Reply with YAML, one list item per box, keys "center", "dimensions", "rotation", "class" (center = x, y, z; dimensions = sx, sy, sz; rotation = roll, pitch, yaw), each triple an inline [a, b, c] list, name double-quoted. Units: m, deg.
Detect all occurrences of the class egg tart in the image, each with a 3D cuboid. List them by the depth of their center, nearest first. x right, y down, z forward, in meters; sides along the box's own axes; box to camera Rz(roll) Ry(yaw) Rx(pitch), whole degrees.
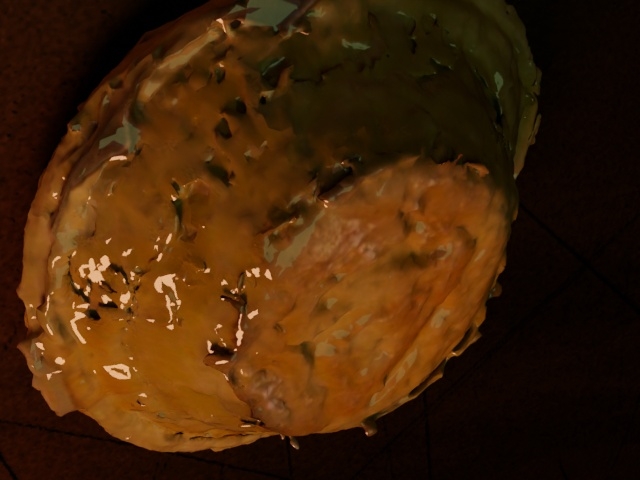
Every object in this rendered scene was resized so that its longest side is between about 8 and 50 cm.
- center: [0.001, -0.001, 0.867]
  dimensions: [0.341, 0.132, 0.341]
  rotation: [-20, 133, -22]
  class: "egg tart"
